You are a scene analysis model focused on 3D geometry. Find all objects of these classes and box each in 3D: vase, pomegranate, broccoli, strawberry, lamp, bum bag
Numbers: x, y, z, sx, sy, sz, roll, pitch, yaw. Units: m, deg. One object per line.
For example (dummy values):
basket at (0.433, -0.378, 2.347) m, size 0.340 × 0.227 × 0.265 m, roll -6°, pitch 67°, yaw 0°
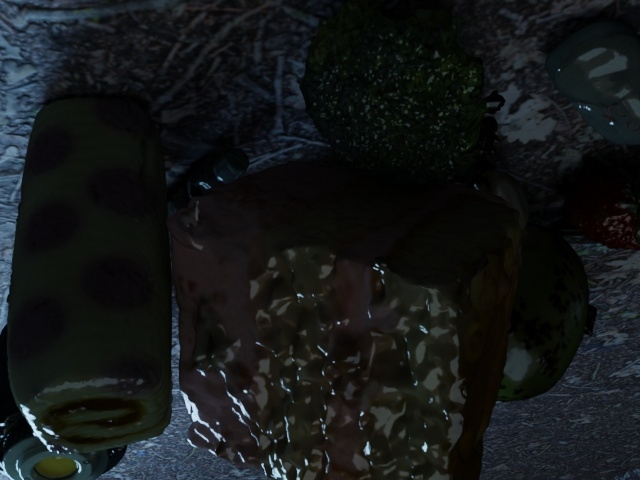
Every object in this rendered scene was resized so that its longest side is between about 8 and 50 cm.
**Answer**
vase at (-0.156, -0.050, 0.985) m, size 0.059 × 0.060 × 0.211 m, roll 16°, pitch 143°, yaw -36°
pomegranate at (0.225, 0.042, 1.084) m, size 0.284 × 0.285 × 0.341 m, roll -8°, pitch 118°, yaw 1°
broccoli at (0.082, -0.138, 0.776) m, size 0.226 × 0.197 × 0.176 m, roll -16°, pitch 131°, yaw -52°
strawberry at (0.393, -0.039, 1.074) m, size 0.131 × 0.131 × 0.148 m, roll 6°, pitch 152°, yaw -24°
lamp at (-0.403, 0.249, 1.245) m, size 0.204 × 0.272 × 0.374 m, roll 2°, pitch 150°, yaw -14°
bum bag at (0.405, -0.012, 1.201) m, size 0.159 × 0.026 × 0.109 m, roll 1°, pitch 171°, yaw -3°

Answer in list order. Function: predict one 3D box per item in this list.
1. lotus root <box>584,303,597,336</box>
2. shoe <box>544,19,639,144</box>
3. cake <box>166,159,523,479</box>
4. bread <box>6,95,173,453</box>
lotus root at (0.335, 0.154, 1.393) m, size 0.284 × 0.146 × 0.160 m, roll -12°, pitch 172°, yaw 17°
shoe at (0.341, -0.148, 0.887) m, size 0.103 × 0.100 × 0.251 m, roll -29°, pitch 147°, yaw 36°
cake at (0.040, 0.092, 0.849) m, size 0.306 × 0.315 × 0.293 m, roll 12°, pitch -158°, yaw 23°
bread at (-0.231, 0.032, 0.828) m, size 0.155 × 0.339 × 0.187 m, roll -4°, pitch 149°, yaw -9°
